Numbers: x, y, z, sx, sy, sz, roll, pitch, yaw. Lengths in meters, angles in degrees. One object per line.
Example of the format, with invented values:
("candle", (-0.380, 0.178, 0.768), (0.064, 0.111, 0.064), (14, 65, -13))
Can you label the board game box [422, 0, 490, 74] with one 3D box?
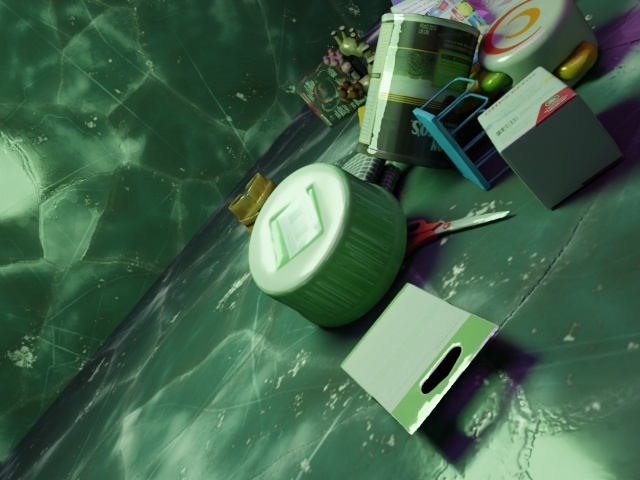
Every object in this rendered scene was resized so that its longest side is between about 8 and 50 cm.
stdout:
("board game box", (0.321, -0.483, 1.349), (0.136, 0.035, 0.201), (-36, 63, 11))

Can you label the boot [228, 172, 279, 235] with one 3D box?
("boot", (-0.095, -0.115, 1.582), (0.283, 0.220, 0.109), (-46, 18, 2))

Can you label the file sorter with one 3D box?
("file sorter", (0.272, -0.198, 1.038), (0.104, 0.170, 0.118), (-42, 19, 8))

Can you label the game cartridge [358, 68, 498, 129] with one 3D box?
("game cartridge", (0.251, -0.339, 1.405), (0.323, 0.053, 0.285), (-23, 24, 12))

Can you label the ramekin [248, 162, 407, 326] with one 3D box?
("ramekin", (0.000, 0.000, 1.091), (0.303, 0.148, 0.303), (-26, 50, 36))

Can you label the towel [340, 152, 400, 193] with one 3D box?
("towel", (0.040, -0.078, 1.373), (0.283, 0.121, 0.235), (-32, 23, 39))

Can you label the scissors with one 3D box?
("scissors", (0.220, -0.028, 1.033), (0.297, 0.021, 0.109), (-30, 23, 45))

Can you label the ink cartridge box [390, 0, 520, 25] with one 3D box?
("ink cartridge box", (0.350, -0.592, 1.432), (0.324, 0.071, 0.330), (-22, 66, 19))

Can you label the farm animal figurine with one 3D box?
("farm animal figurine", (0.183, -0.602, 1.968), (0.327, 0.172, 0.330), (-13, 59, 23))

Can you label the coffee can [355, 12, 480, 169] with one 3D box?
("coffee can", (0.196, -0.301, 1.172), (0.201, 0.201, 0.275), (-126, 44, -71))

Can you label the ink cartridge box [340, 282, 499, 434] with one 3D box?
("ink cartridge box", (0.136, 0.160, 0.781), (0.171, 0.056, 0.235), (-49, 22, -6))

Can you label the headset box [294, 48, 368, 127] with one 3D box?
("headset box", (0.056, -0.593, 2.238), (0.293, 0.218, 0.110), (-24, 28, 51))

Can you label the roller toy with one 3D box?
("roller toy", (0.418, -0.362, 1.091), (0.209, 0.146, 0.191), (-18, 42, 45))

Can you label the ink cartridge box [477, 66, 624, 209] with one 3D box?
("ink cartridge box", (0.342, -0.161, 0.871), (0.128, 0.127, 0.176), (-40, 20, 22))
